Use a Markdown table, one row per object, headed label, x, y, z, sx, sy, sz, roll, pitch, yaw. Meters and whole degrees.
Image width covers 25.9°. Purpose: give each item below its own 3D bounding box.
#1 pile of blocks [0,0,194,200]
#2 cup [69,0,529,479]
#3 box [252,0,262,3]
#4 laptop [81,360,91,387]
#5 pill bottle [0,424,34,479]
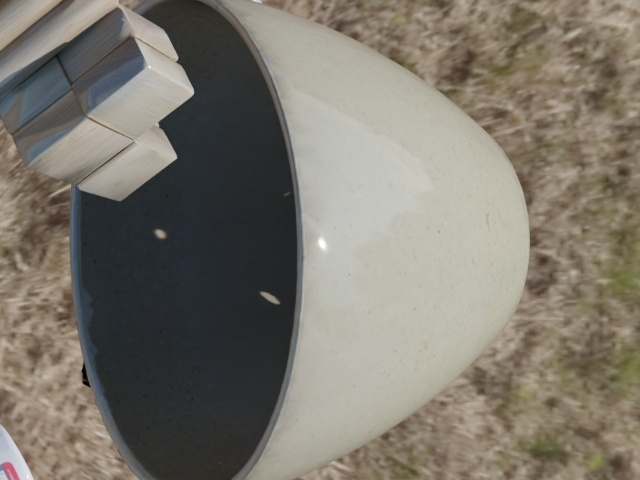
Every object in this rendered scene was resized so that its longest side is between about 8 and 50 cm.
| label | x | y | z | sx | sy | sz | roll | pitch | yaw |
| --- | --- | --- | --- | --- | --- | --- | --- | --- | --- |
| pile of blocks | -0.177 | -0.178 | 0.663 | 0.112 | 0.149 | 0.362 | -35 | 120 | 16 |
| cup | 0.000 | 0.000 | 0.949 | 0.237 | 0.331 | 0.331 | -3 | 88 | -32 |
| box | -0.054 | -0.154 | 1.484 | 0.063 | 0.067 | 0.324 | -22 | 106 | 9 |
| laptop | -0.079 | 0.015 | 1.231 | 0.136 | 0.234 | 0.264 | 7 | 89 | -45 |
| pill bottle | -0.382 | 0.267 | 1.389 | 0.180 | 0.108 | 0.108 | -26 | 96 | -23 |
